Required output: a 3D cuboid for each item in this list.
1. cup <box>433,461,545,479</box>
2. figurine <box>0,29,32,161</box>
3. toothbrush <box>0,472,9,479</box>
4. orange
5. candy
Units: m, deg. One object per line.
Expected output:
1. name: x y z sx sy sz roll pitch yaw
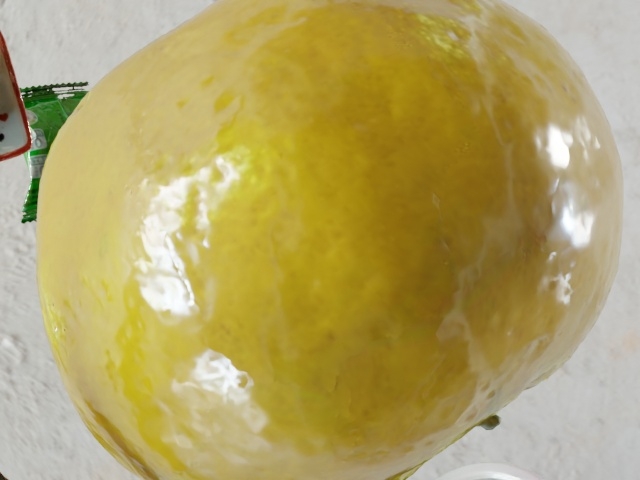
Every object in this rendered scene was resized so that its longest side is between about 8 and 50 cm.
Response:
1. cup: 0.238 0.434 1.277 0.253 0.253 0.371 -43 130 -17
2. figurine: -0.470 -0.181 1.332 0.160 0.226 0.183 -17 89 2
3. toothbrush: -0.111 0.124 0.450 0.321 0.023 0.031 50 53 -26
4. orange: 0.000 0.000 0.528 0.279 0.279 0.235 -34 77 -19
5. candy: -0.373 -0.132 1.607 0.141 0.078 0.203 -7 79 -46
